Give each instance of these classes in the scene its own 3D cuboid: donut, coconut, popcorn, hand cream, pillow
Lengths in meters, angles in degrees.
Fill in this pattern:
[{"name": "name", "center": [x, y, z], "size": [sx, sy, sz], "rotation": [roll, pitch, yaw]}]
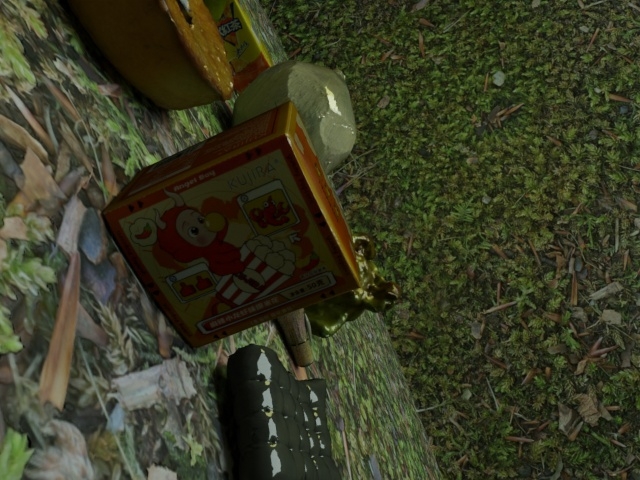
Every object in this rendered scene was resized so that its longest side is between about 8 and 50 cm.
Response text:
[{"name": "donut", "center": [-0.315, -0.419, 1.017], "size": [0.435, 0.163, 0.378], "rotation": [-95, 162, -66]}, {"name": "coconut", "center": [-0.057, -0.345, 1.545], "size": [0.346, 0.360, 0.346], "rotation": [48, 11, -12]}, {"name": "popcorn", "center": [0.022, 0.116, 1.447], "size": [0.321, 0.290, 0.326], "rotation": [22, 64, -22]}, {"name": "hand cream", "center": [-0.062, 0.207, 1.264], "size": [0.084, 0.084, 0.203], "rotation": [-62, 135, -78]}, {"name": "pillow", "center": [-0.060, 0.327, 0.927], "size": [0.326, 0.101, 0.228], "rotation": [50, 21, -55]}]

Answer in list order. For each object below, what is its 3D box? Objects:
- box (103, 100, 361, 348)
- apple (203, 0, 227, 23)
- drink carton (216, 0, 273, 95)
[{"name": "box", "center": [-0.118, -0.024, 0.822], "size": [0.214, 0.283, 0.259], "rotation": [-88, 154, -65]}, {"name": "apple", "center": [-0.315, -0.599, 1.282], "size": [0.157, 0.196, 0.196], "rotation": [-53, 128, -38]}, {"name": "drink carton", "center": [-0.284, -0.652, 1.708], "size": [0.351, 0.154, 0.111], "rotation": [57, 14, -49]}]
